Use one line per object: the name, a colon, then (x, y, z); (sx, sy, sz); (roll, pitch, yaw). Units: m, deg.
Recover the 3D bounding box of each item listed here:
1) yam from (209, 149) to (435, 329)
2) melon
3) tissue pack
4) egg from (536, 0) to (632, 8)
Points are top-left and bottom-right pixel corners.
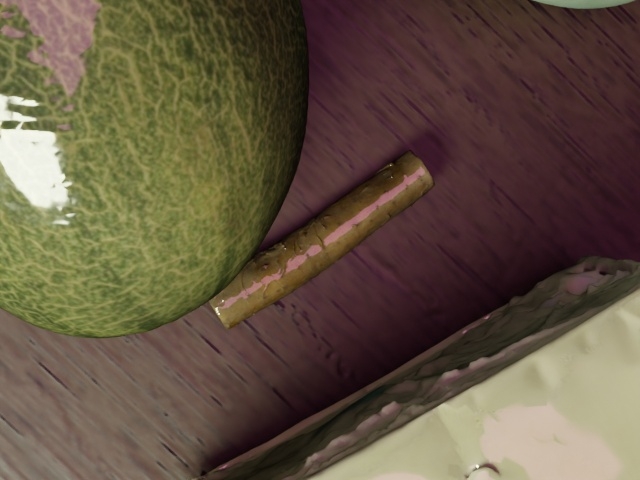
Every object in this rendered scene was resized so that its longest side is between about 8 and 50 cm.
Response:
yam: (0.000, 0.000, 0.958); (0.145, 0.032, 0.032); (-35, 95, -3)
melon: (-0.128, -0.101, 0.837); (0.237, 0.237, 0.301); (-19, 99, -5)
tissue pack: (0.129, 0.235, 0.891); (0.297, 0.207, 0.380); (-31, 95, -5)
egg: (0.078, -0.285, 0.856); (0.230, 0.230, 0.371); (-34, 101, -4)
